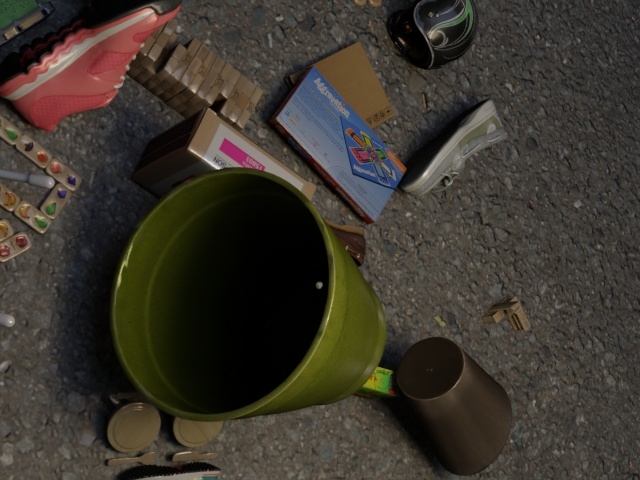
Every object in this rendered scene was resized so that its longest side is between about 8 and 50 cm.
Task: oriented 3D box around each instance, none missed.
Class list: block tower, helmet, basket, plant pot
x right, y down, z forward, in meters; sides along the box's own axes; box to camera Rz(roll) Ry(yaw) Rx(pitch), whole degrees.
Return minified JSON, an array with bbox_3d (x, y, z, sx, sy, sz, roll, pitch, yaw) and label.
[{"bbox_3d":[-0.261,-0.305,1.731,0.335,0.091,0.097,38,60,-23],"label":"block tower"},{"bbox_3d":[0.236,-0.440,2.081,0.162,0.169,0.169,-38,103,-19],"label":"helmet"},{"bbox_3d":[0.238,0.283,1.878,0.227,0.154,0.204,54,45,-44],"label":"basket"},{"bbox_3d":[-0.070,0.118,1.603,0.353,0.367,0.366,32,59,-59],"label":"plant pot"}]

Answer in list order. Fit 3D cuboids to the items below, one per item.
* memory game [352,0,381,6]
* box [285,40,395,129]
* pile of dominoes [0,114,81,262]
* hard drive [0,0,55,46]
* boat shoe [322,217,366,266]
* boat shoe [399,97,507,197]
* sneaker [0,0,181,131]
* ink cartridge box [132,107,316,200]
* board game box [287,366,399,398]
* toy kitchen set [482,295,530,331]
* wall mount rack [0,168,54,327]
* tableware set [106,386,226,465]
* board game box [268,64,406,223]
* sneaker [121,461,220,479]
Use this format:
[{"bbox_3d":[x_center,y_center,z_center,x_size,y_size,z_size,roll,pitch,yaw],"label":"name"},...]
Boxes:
[{"bbox_3d":[0.081,-0.557,2.085,0.186,0.012,0.186,9,74,-34],"label":"memory game"},{"bbox_3d":[0.041,-0.275,1.988,0.201,0.021,0.164,-33,100,-36],"label":"box"},{"bbox_3d":[-0.497,-0.098,1.546,0.251,0.040,0.196,40,60,-22],"label":"pile of dominoes"},{"bbox_3d":[-0.584,-0.426,1.539,0.237,0.064,0.339,-45,106,-34],"label":"hard drive"},{"bbox_3d":[0.000,0.000,1.866,0.207,0.073,0.073,13,71,-33],"label":"boat shoe"},{"bbox_3d":[0.274,-0.173,2.081,0.103,0.118,0.320,54,48,-9],"label":"boat shoe"},{"bbox_3d":[-0.342,-0.282,1.605,0.314,0.116,0.136,-30,127,0],"label":"sneaker"},{"bbox_3d":[-0.159,-0.094,1.696,0.235,0.193,0.088,35,60,-25],"label":"ink cartridge box"},{"bbox_3d":[0.043,0.238,1.833,0.181,0.092,0.043,20,69,-32],"label":"board game box"},{"bbox_3d":[0.392,0.163,2.120,0.083,0.068,0.075,-33,100,-36],"label":"toy kitchen set"},{"bbox_3d":[-0.550,-0.024,1.411,0.304,0.130,0.349,19,77,-28],"label":"wall mount rack"},{"bbox_3d":[-0.247,0.284,1.638,0.194,0.039,0.128,2,106,-31],"label":"tableware set"},{"bbox_3d":[0.037,-0.176,1.935,0.281,0.027,0.145,46,60,-23],"label":"board game box"},{"bbox_3d":[-0.232,0.391,1.621,0.161,0.057,0.075,3,94,-34],"label":"sneaker"}]
